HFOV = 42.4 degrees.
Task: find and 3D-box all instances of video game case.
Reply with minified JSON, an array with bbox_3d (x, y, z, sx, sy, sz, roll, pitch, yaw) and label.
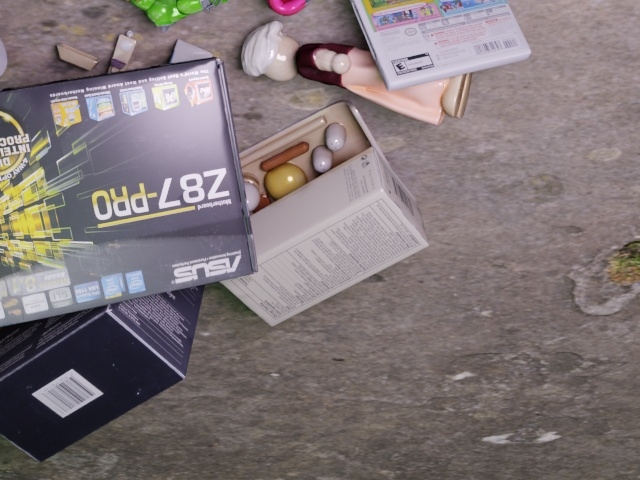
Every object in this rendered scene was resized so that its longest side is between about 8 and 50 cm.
[{"bbox_3d":[0.158,-0.311,1.137,0.212,0.193,0.023,-15,161,-12],"label":"video game case"}]

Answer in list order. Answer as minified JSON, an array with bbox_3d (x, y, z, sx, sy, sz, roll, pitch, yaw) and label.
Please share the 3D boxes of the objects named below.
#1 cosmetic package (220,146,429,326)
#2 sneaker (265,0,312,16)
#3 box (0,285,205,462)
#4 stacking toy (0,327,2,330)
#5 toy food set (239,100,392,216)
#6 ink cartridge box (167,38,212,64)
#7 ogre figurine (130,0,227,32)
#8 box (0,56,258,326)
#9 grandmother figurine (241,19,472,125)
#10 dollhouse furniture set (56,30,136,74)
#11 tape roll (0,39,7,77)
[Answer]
[{"bbox_3d":[0.000,0.000,1.337,0.309,0.113,0.160,-27,132,19],"label":"cosmetic package"},{"bbox_3d":[0.022,-0.435,1.123,0.121,0.112,0.299,25,121,-15],"label":"sneaker"},{"bbox_3d":[-0.387,0.151,1.417,0.343,0.312,0.179,-31,119,21],"label":"box"},{"bbox_3d":[-0.679,0.208,1.572,0.309,0.130,0.279,39,117,-23],"label":"stacking toy"},{"bbox_3d":[-0.024,-0.074,1.387,0.306,0.092,0.219,-25,121,17],"label":"toy food set"},{"bbox_3d":[-0.232,-0.208,1.289,0.062,0.104,0.181,21,122,-14],"label":"ink cartridge box"},{"bbox_3d":[-0.236,-0.385,1.178,0.118,0.097,0.197,-46,130,8],"label":"ogre figurine"},{"bbox_3d":[-0.308,-0.073,1.164,0.395,0.097,0.318,-11,106,-12],"label":"box"},{"bbox_3d":[0.041,-0.249,1.209,0.342,0.208,0.104,15,91,15],"label":"grandmother figurine"},{"bbox_3d":[-0.341,-0.294,1.255,0.114,0.091,0.081,21,107,-10],"label":"dollhouse furniture set"},{"bbox_3d":[-0.564,-0.283,1.173,0.219,0.219,0.072,38,118,-23],"label":"tape roll"}]
